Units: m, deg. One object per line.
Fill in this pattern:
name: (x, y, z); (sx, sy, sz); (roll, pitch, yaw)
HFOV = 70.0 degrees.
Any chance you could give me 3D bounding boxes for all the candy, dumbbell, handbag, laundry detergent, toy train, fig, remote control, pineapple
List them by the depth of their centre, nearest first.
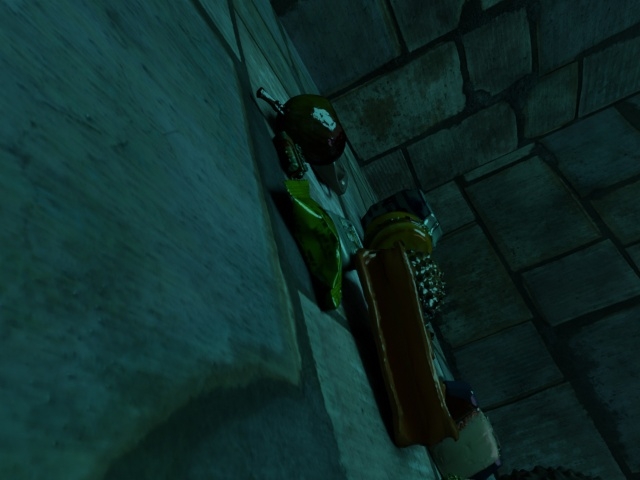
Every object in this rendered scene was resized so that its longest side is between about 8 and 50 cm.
candy: (0.000, 0.000, 0.820); (0.149, 0.069, 0.246); (-10, 76, -81)
toy train: (-0.062, -0.177, 0.970); (0.064, 0.044, 0.103); (42, 24, -56)
handbag: (0.188, 0.219, 0.990); (0.303, 0.116, 0.409); (48, 29, -65)
fig: (-0.047, -0.279, 1.057); (0.274, 0.146, 0.170); (21, 43, -55)
remote control: (0.053, 0.002, 1.080); (0.140, 0.056, 0.296); (66, 11, 9)
laundry detergent: (0.037, -0.202, 1.389); (0.237, 0.076, 0.171); (53, 18, -54)
pineapple: (0.286, 0.198, 1.406); (0.222, 0.223, 0.357); (59, 23, -29)
dumbbell: (0.442, 0.576, 1.415); (0.325, 0.160, 0.144); (-67, 163, -75)

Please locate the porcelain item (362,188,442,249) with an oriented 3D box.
porcelain item: (0.323, -0.059, 1.840); (0.157, 0.286, 0.281); (53, 18, -37)

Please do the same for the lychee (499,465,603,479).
lychee: (0.425, 0.605, 0.778); (0.380, 0.381, 0.431); (-94, -177, -60)

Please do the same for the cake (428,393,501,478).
cake: (0.313, 0.513, 1.211); (0.158, 0.160, 0.262); (64, -23, -5)

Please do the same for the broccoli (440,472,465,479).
broccoli: (0.301, 0.551, 0.978); (0.097, 0.092, 0.095); (83, 2, -66)

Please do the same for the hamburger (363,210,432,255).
hamburger: (0.266, 0.005, 1.605); (0.246, 0.246, 0.169); (55, 13, -40)
